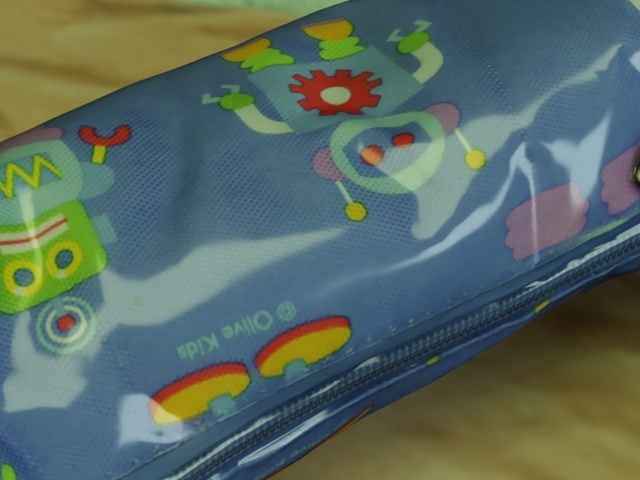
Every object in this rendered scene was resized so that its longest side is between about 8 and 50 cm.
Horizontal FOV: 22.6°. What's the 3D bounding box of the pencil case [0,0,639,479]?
[{"bbox_3d":[0.000,0.000,0.461,0.306,0.119,0.133,-25,39,-18],"label":"pencil case"}]
